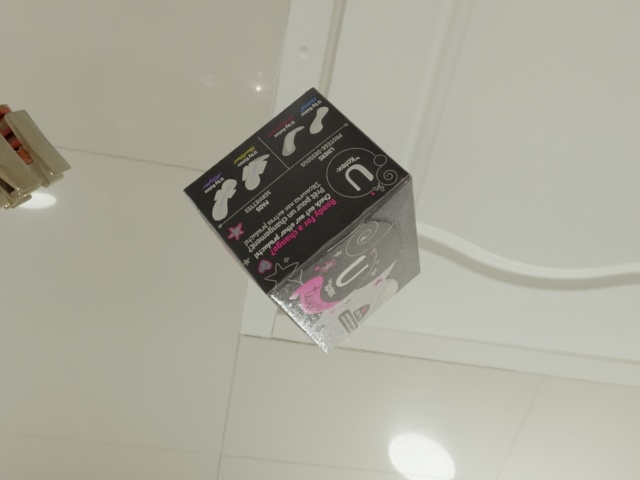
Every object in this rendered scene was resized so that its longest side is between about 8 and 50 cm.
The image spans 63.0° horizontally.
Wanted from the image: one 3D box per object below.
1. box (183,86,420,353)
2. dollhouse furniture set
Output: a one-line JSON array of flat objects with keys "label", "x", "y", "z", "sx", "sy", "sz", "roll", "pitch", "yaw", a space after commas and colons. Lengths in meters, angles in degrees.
[{"label": "box", "x": 0.000, "y": 0.000, "z": 0.551, "sx": 0.163, "sy": 0.247, "sz": 0.142, "roll": -40, "pitch": -116, "yaw": -6}, {"label": "dollhouse furniture set", "x": -0.475, "y": -0.088, "z": 0.693, "sx": 0.262, "sy": 0.135, "sz": 0.259, "roll": -28, "pitch": -162, "yaw": 12}]
